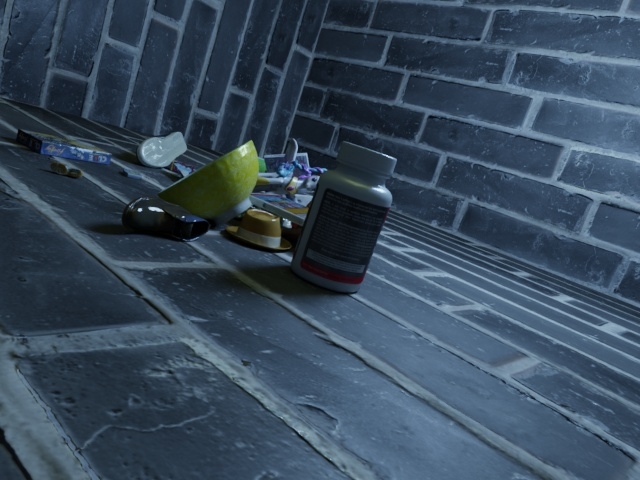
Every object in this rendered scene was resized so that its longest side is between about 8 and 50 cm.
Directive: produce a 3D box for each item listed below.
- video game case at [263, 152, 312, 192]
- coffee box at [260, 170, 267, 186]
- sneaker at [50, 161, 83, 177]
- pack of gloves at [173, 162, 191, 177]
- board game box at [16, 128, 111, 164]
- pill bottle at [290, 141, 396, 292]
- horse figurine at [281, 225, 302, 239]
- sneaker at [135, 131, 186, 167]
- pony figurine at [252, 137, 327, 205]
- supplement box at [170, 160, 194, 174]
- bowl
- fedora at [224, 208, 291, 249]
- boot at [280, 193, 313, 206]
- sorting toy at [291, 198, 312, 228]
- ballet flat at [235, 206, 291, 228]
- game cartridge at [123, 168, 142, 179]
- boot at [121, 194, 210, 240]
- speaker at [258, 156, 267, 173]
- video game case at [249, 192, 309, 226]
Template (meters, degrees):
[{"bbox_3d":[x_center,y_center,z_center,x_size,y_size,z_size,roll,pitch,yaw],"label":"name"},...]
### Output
[{"bbox_3d":[-0.135,-0.284,2.148,0.184,0.201,0.023,-2,44,8],"label":"video game case"},{"bbox_3d":[-0.203,-0.289,2.535,0.141,0.098,0.246,19,10,5],"label":"coffee box"},{"bbox_3d":[-0.703,-0.192,1.389,0.083,0.031,0.037,20,-4,-19],"label":"sneaker"},{"bbox_3d":[-0.485,-0.236,1.991,0.195,0.046,0.232,21,12,-35],"label":"pack of gloves"},{"bbox_3d":[-0.867,-0.316,1.703,0.165,0.042,0.243,24,12,32],"label":"board game box"},{"bbox_3d":[0.059,-0.056,1.151,0.177,0.318,0.176,18,11,-4],"label":"pill bottle"},{"bbox_3d":[0.000,0.000,1.461,0.263,0.066,0.175,26,13,34],"label":"horse figurine"},{"bbox_3d":[-0.706,-0.373,2.126,0.148,0.131,0.350,-11,16,15],"label":"sneaker"},{"bbox_3d":[-0.150,-0.218,1.899,0.364,0.302,0.351,-9,19,-19],"label":"pony figurine"},{"bbox_3d":[-0.588,-0.308,2.132,0.083,0.043,0.055,16,10,-5],"label":"supplement box"},{"bbox_3d":[-0.275,-0.136,1.364,0.156,0.290,0.289,60,1,-14],"label":"bowl"},{"bbox_3d":[-0.158,-0.035,1.339,0.195,0.079,0.194,18,10,-3],"label":"fedora"},{"bbox_3d":[-0.082,-0.172,2.207,0.190,0.069,0.086,15,7,0],"label":"boot"},{"bbox_3d":[0.002,-0.097,1.812,0.127,0.126,0.365,20,11,14],"label":"sorting toy"},{"bbox_3d":[-0.188,-0.090,1.585,0.241,0.077,0.091,12,11,-33],"label":"ballet flat"},{"bbox_3d":[-0.637,-0.225,1.694,0.056,0.017,0.083,7,14,-31],"label":"game cartridge"},{"bbox_3d":[-0.332,-0.047,1.102,0.106,0.082,0.219,18,8,13],"label":"boot"},{"bbox_3d":[-0.274,-0.370,2.755,0.297,0.131,0.131,19,10,9],"label":"speaker"},{"bbox_3d":[-0.063,-0.080,1.492,0.285,0.025,0.204,25,13,22],"label":"video game case"}]
